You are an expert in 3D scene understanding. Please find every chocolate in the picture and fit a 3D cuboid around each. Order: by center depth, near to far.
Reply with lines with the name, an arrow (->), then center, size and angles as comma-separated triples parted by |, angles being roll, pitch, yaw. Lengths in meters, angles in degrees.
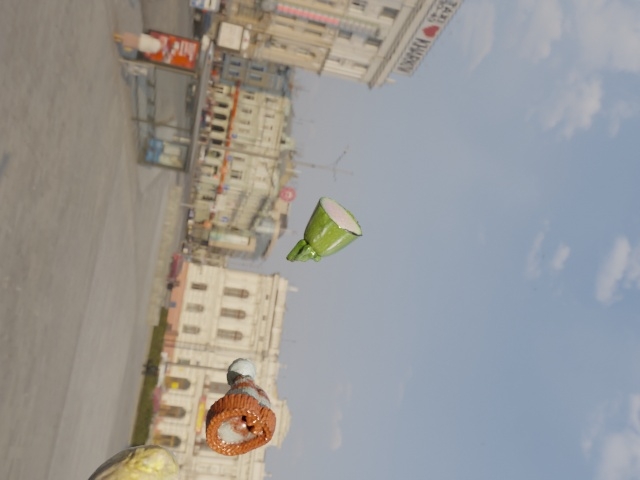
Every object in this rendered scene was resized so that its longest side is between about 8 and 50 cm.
chocolate -> -0.303, 0.421, 0.839 | 0.309, 0.134, 0.134 | -60, -174, -16

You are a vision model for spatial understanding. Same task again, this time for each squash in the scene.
squash -> 0.000, 0.001, 1.135 | 0.132, 0.105, 0.105 | -49, -157, 19

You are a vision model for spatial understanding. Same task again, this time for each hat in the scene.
hat -> -0.124, 0.253, 0.977 | 0.162, 0.112, 0.093 | -89, 154, -67
